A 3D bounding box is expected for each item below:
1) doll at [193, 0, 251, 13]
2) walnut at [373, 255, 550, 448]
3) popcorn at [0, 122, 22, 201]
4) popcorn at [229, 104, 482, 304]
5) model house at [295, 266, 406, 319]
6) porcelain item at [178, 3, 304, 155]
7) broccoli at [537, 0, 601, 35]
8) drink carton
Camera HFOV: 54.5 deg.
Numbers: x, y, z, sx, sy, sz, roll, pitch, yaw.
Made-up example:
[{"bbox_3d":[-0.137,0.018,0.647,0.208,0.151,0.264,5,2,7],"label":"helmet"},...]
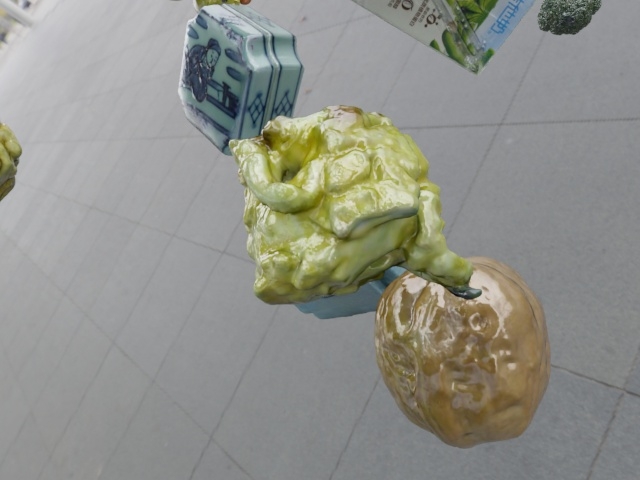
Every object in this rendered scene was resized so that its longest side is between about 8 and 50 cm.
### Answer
[{"bbox_3d":[-0.270,-0.587,1.478,0.143,0.221,0.135,-58,42,32],"label":"doll"},{"bbox_3d":[0.253,0.203,1.110,0.306,0.343,0.306,-16,9,3],"label":"walnut"},{"bbox_3d":[-0.655,-0.114,1.079,0.252,0.215,0.286,-6,54,42],"label":"popcorn"},{"bbox_3d":[0.019,-0.040,0.755,0.293,0.293,0.236,-2,92,53],"label":"popcorn"},{"bbox_3d":[0.000,0.000,1.304,0.295,0.329,0.251,-15,63,28],"label":"model house"},{"bbox_3d":[-0.186,-0.351,1.368,0.281,0.157,0.285,43,132,32],"label":"porcelain item"},{"bbox_3d":[0.665,-0.623,1.683,0.162,0.146,0.137,-54,17,44],"label":"broccoli"},{"bbox_3d":[0.209,-0.475,1.137,0.194,0.325,0.132,-54,19,34],"label":"drink carton"}]
